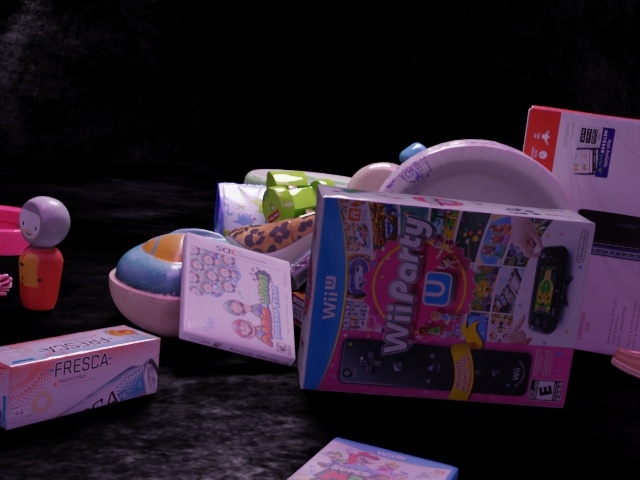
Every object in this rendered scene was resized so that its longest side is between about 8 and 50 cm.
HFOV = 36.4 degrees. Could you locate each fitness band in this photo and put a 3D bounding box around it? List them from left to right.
[{"bbox_3d":[-0.601,-0.020,1.657,0.291,0.054,0.209,4,12,-6],"label":"fitness band"}]

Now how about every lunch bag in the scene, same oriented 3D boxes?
[{"bbox_3d":[-0.116,-0.024,1.661,0.129,0.151,0.096,3,-17,-14],"label":"lunch bag"}]

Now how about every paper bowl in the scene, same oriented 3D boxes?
[{"bbox_3d":[0.199,0.007,1.303,0.284,0.284,0.148,7,9,4],"label":"paper bowl"}]

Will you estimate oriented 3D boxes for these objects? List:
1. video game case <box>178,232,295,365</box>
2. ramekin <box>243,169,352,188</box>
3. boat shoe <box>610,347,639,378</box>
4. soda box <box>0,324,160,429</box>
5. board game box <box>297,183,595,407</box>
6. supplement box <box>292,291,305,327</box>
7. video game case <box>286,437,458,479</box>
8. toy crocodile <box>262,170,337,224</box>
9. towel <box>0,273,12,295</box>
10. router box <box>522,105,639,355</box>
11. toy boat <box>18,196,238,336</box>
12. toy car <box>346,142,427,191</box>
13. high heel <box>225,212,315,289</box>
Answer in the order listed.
[{"bbox_3d":[-0.100,0.070,1.177,0.143,0.019,0.157,17,43,-23],"label":"video game case"},{"bbox_3d":[-0.019,-0.050,1.912,0.303,0.148,0.303,6,9,-1],"label":"ramekin"},{"bbox_3d":[0.466,0.158,1.263,0.170,0.059,0.063,12,11,29],"label":"boat shoe"},{"bbox_3d":[-0.243,0.129,0.946,0.058,0.063,0.183,14,13,37],"label":"soda box"},{"bbox_3d":[0.136,0.065,1.108,0.303,0.224,0.097,5,12,-5],"label":"board game box"},{"bbox_3d":[0.006,0.099,1.358,0.083,0.043,0.055,3,9,-25],"label":"supplement box"},{"bbox_3d":[0.038,0.208,0.810,0.119,0.015,0.166,10,10,20],"label":"video game case"},{"bbox_3d":[0.000,0.000,1.526,0.115,0.105,0.340,-12,48,-31],"label":"toy crocodile"},{"bbox_3d":[-0.540,0.050,1.332,0.197,0.029,0.144,-1,11,-37],"label":"towel"},{"bbox_3d":[0.423,-0.008,1.385,0.301,0.335,0.082,8,9,11],"label":"router box"},{"bbox_3d":[-0.242,0.030,1.284,0.318,0.148,0.267,6,10,-2],"label":"toy boat"},{"bbox_3d":[0.135,-0.009,1.701,0.210,0.219,0.238,52,-8,20],"label":"toy car"},{"bbox_3d":[-0.029,-0.008,1.431,0.186,0.093,0.261,-36,25,-22],"label":"high heel"}]
